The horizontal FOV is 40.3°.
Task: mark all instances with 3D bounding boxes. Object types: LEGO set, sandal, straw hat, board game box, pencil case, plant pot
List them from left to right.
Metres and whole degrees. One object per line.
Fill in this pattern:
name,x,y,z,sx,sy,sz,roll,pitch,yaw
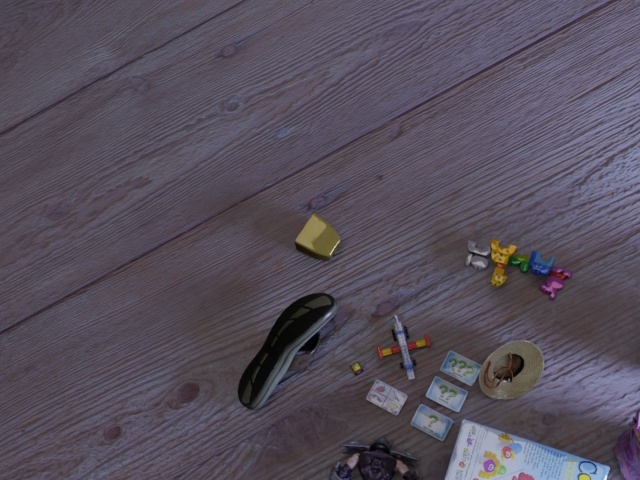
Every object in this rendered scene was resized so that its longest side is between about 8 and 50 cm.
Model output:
sandal,-0.064,0.236,1.863,0.302,0.086,0.120,-53,31,8
plant pot,0.000,0.000,1.935,0.083,0.081,0.081,32,80,9
LEGO set,0.188,0.277,1.811,0.244,0.060,0.182,26,74,19
straw hat,0.376,0.251,1.774,0.145,0.144,0.061,-35,26,-2
LEGO set,0.403,0.066,1.823,0.227,0.087,0.093,18,75,18
board game box,0.387,0.457,1.659,0.276,0.142,0.144,16,75,17
pencil case,0.605,0.363,1.570,0.124,0.284,0.124,-4,65,9

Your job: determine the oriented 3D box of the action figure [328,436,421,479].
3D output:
action figure,0.098,0.501,1.701,0.186,0.099,0.285,0,43,17
